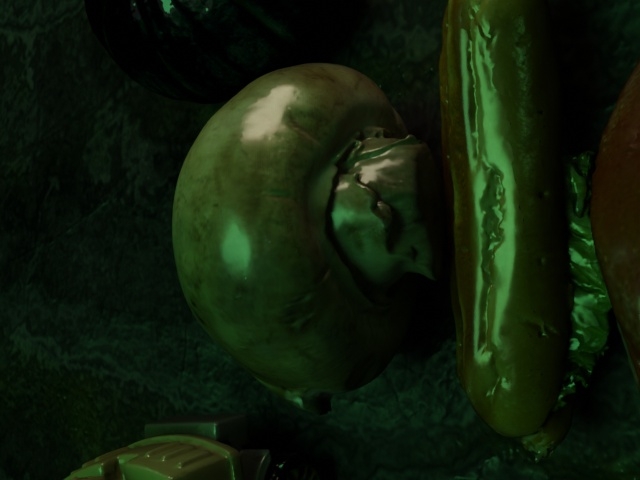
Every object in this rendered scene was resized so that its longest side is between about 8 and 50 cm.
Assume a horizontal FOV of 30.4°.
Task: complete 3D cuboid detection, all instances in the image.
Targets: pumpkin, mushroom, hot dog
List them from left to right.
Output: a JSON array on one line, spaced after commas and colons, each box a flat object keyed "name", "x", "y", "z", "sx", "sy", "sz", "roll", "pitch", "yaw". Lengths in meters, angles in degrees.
[{"name": "pumpkin", "x": -0.109, "y": -0.240, "z": 0.961, "sx": 0.248, "sy": 0.248, "sz": 0.248, "roll": 0, "pitch": 91, "yaw": 45}, {"name": "mushroom", "x": 0.000, "y": 0.000, "z": 0.863, "sx": 0.184, "sy": 0.255, "sz": 0.255, "roll": -6, "pitch": 85, "yaw": 17}, {"name": "hot dog", "x": 0.137, "y": -0.021, "z": 0.807, "sx": 0.100, "sy": 0.135, "sz": 0.338, "roll": -4, "pitch": 89, "yaw": 1}]

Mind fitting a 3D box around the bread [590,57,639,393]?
[{"name": "bread", "x": 0.241, "y": 0.019, "z": 0.537, "sx": 0.114, "sy": 0.327, "sz": 0.295, "roll": -18, "pitch": 98, "yaw": 38}]

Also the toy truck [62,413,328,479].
[{"name": "toy truck", "x": -0.109, "y": 0.354, "z": 0.968, "sx": 0.180, "sy": 0.254, "sz": 0.405, "roll": -8, "pitch": 87, "yaw": 41}]

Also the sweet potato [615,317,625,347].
[{"name": "sweet potato", "x": 0.235, "y": -0.045, "z": 0.737, "sx": 0.067, "sy": 0.067, "sz": 0.274, "roll": 33, "pitch": 119, "yaw": 40}]
